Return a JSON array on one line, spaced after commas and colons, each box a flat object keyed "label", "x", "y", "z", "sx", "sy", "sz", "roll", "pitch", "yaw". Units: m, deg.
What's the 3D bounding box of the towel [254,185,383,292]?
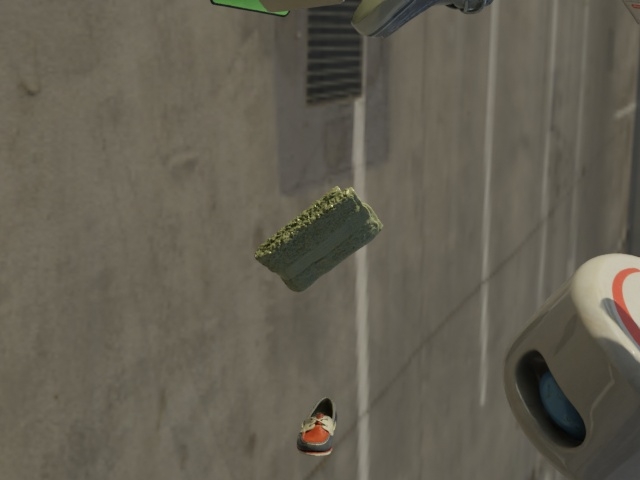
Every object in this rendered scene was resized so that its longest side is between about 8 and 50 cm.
[{"label": "towel", "x": 0.000, "y": 0.000, "z": 1.299, "sx": 0.110, "sy": 0.148, "sz": 0.027, "roll": 44, "pitch": 14, "yaw": -48}]

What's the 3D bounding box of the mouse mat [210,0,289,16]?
[{"label": "mouse mat", "x": -0.085, "y": -0.417, "z": 1.585, "sx": 0.190, "sy": 0.007, "sz": 0.152, "roll": -6, "pitch": 120, "yaw": -54}]

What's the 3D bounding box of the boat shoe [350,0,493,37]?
[{"label": "boat shoe", "x": 0.132, "y": -0.240, "z": 0.918, "sx": 0.081, "sy": 0.227, "sz": 0.079, "roll": 48, "pitch": 6, "yaw": -21}]

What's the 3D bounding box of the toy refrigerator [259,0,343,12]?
[{"label": "toy refrigerator", "x": -0.065, "y": -0.323, "z": 0.925, "sx": 0.269, "sy": 0.094, "sz": 0.102, "roll": 44, "pitch": 51, "yaw": -54}]

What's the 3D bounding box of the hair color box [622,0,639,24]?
[{"label": "hair color box", "x": 0.315, "y": -0.274, "z": 1.041, "sx": 0.043, "sy": 0.072, "sz": 0.141, "roll": -48, "pitch": 119, "yaw": -6}]

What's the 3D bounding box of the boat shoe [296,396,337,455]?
[{"label": "boat shoe", "x": -0.002, "y": 0.248, "z": 1.403, "sx": 0.137, "sy": 0.049, "sz": 0.043, "roll": -45, "pitch": 143, "yaw": -76}]

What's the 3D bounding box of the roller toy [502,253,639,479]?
[{"label": "roller toy", "x": 0.261, "y": 0.120, "z": 0.906, "sx": 0.146, "sy": 0.191, "sz": 0.209, "roll": -54, "pitch": -176, "yaw": 35}]
